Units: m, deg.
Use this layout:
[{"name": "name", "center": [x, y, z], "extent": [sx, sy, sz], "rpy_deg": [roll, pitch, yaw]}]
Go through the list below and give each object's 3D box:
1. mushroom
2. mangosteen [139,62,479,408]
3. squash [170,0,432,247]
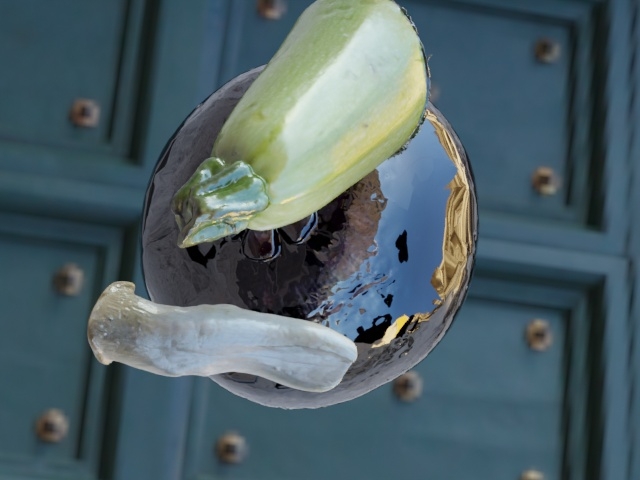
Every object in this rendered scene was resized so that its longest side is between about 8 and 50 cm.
[{"name": "mushroom", "center": [-0.073, 0.074, 1.413], "extent": [0.054, 0.202, 0.059], "rpy_deg": [-101, -159, -63]}, {"name": "mangosteen", "center": [0.000, 0.000, 2.083], "extent": [0.435, 0.382, 0.382], "rpy_deg": [38, 57, -72]}, {"name": "squash", "center": [-0.007, -0.067, 1.383], "extent": [0.287, 0.137, 0.137], "rpy_deg": [-59, 167, -53]}]
